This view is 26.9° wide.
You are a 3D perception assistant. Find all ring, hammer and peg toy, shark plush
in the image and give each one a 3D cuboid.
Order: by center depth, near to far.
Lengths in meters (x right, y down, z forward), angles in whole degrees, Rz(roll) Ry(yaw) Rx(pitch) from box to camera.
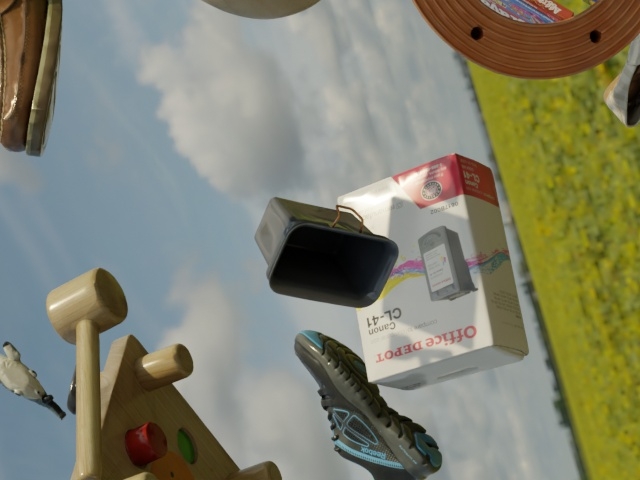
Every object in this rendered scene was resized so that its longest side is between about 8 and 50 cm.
[{"bbox_3d":[-0.179,0.223,1.295,0.361,0.127,0.266,56,-158,-30],"label":"hammer and peg toy"},{"bbox_3d":[0.230,-0.341,1.434,0.032,0.336,0.337,-160,51,-74],"label":"ring"},{"bbox_3d":[-0.458,0.218,2.097,0.067,0.161,0.073,100,-164,-73],"label":"shark plush"}]

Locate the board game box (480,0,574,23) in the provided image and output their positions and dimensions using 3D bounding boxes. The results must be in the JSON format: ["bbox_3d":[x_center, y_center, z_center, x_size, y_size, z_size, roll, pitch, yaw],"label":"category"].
[{"bbox_3d":[0.292,-0.400,2.183,0.281,0.027,0.145,36,175,19],"label":"board game box"}]

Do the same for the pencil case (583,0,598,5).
[{"bbox_3d":[0.296,-0.368,1.567,0.306,0.133,0.119,18,-94,-55],"label":"pencil case"}]

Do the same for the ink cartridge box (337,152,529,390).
[{"bbox_3d":[0.168,0.051,2.037,0.131,0.226,0.306,21,-125,-54],"label":"ink cartridge box"}]

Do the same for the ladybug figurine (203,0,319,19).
[{"bbox_3d":[-0.117,-0.492,1.644,0.162,0.305,0.449,-104,-9,-72],"label":"ladybug figurine"}]

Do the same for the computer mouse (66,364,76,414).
[{"bbox_3d":[-0.381,0.181,2.255,0.071,0.041,0.242,106,174,-63],"label":"computer mouse"}]

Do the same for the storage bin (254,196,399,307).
[{"bbox_3d":[0.000,0.000,1.399,0.091,0.135,0.098,52,124,51],"label":"storage bin"}]

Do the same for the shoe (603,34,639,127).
[{"bbox_3d":[0.457,-0.243,1.852,0.219,0.076,0.058,107,159,-52],"label":"shoe"}]

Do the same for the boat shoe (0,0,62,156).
[{"bbox_3d":[-0.295,-0.209,1.262,0.111,0.104,0.307,115,156,-51],"label":"boat shoe"}]

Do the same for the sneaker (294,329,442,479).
[{"bbox_3d":[0.053,0.304,2.334,0.341,0.139,0.125,49,-161,15],"label":"sneaker"}]
